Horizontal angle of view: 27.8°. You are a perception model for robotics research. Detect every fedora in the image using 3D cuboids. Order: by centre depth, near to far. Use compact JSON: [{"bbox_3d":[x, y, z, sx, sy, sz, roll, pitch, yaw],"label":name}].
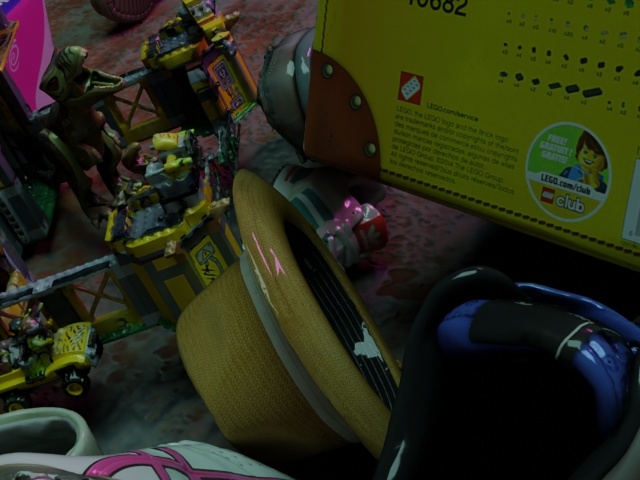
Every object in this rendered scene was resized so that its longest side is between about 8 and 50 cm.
[{"bbox_3d":[-0.017,0.057,0.643,0.079,0.194,0.194,-32,35,7],"label":"fedora"}]

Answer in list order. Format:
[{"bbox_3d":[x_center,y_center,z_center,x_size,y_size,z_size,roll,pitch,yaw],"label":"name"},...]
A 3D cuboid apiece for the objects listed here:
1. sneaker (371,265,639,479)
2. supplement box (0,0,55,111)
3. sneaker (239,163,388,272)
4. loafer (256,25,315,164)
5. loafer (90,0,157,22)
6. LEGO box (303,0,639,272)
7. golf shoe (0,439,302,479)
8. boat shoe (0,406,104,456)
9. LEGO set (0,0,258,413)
[{"bbox_3d":[0.130,0.082,0.552,0.315,0.182,0.127,-32,44,-32],"label":"sneaker"},{"bbox_3d":[-0.324,-0.129,0.990,0.220,0.114,0.111,5,35,12],"label":"supplement box"},{"bbox_3d":[0.000,0.000,0.800,0.075,0.057,0.161,-2,31,15],"label":"sneaker"},{"bbox_3d":[-0.001,-0.091,0.864,0.084,0.096,0.267,-10,5,17],"label":"loafer"},{"bbox_3d":[-0.173,-0.237,1.177,0.050,0.056,0.148,7,27,20],"label":"loafer"},{"bbox_3d":[0.300,-0.091,0.656,0.500,0.193,0.372,21,23,39],"label":"LEGO box"},{"bbox_3d":[-0.071,0.125,0.576,0.186,0.067,0.086,21,20,-30],"label":"golf shoe"},{"bbox_3d":[-0.238,0.149,0.586,0.302,0.094,0.109,-18,36,-17],"label":"boat shoe"},{"bbox_3d":[-0.169,-0.077,0.775,0.255,0.192,0.331,-15,34,17],"label":"LEGO set"}]
